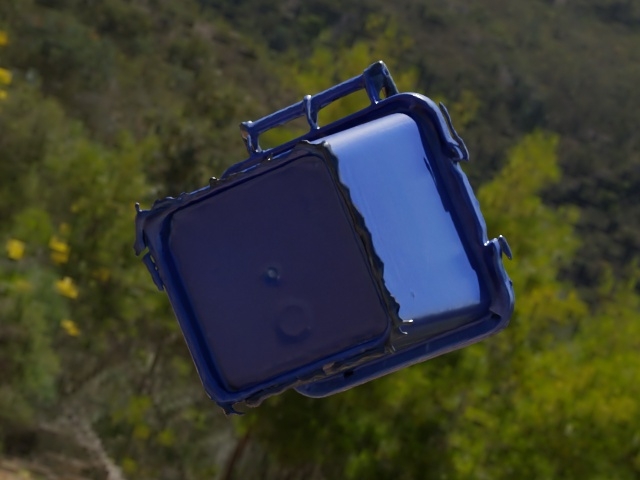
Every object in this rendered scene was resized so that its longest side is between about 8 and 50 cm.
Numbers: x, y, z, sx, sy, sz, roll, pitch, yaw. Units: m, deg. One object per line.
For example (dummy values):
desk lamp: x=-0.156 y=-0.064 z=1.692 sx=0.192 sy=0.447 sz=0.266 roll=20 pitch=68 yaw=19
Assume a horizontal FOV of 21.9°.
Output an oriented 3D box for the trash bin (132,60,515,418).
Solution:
trash bin: x=0.000 y=0.000 z=0.942 sx=0.162 sy=0.184 sz=0.234 roll=-23 pitch=-2 yaw=17
